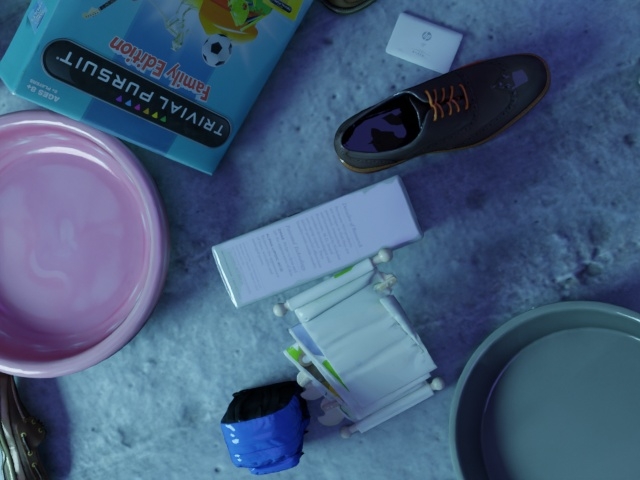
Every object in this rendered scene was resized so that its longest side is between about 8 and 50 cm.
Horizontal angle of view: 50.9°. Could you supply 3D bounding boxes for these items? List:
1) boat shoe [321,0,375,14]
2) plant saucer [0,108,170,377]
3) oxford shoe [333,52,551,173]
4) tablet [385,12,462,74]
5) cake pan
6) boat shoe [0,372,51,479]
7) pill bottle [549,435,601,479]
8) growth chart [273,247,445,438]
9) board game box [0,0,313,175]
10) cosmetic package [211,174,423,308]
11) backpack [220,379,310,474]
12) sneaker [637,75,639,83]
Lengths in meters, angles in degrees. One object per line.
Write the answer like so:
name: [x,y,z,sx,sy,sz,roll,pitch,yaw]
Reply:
boat shoe: [0.094,-0.412,0.787,0.111,0.104,0.307,37,96,3]
plant saucer: [-0.346,0.004,0.858,0.333,0.084,0.331,0,92,6]
oxford shoe: [0.145,-0.149,0.790,0.272,0.098,0.096,-24,89,6]
tablet: [0.129,-0.246,0.837,0.083,0.006,0.054,22,93,5]
cake pan: [0.285,0.213,0.737,0.293,0.054,0.293,-16,61,31]
boat shoe: [-0.394,0.254,0.885,0.060,0.064,0.177,-10,92,-24]
pill bottle: [0.296,0.307,0.790,0.086,0.086,0.151,18,92,6]
growth chart: [0.045,0.134,0.791,0.172,0.021,0.237,-23,119,8]
board game box: [-0.148,-0.266,0.732,0.079,0.254,0.336,42,105,43]
cosmetic package: [0.000,0.000,0.802,0.231,0.117,0.085,-23,90,5]
backpack: [-0.060,0.229,0.811,0.098,0.120,0.101,-19,89,6]
sneaker: [0.500,-0.157,0.768,0.281,0.105,0.115,35,124,3]
